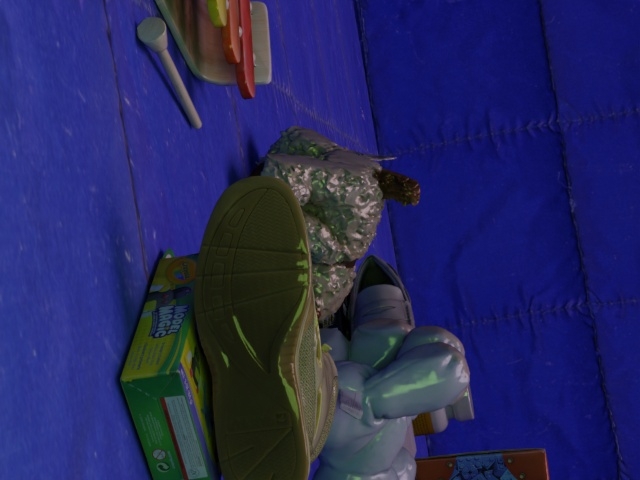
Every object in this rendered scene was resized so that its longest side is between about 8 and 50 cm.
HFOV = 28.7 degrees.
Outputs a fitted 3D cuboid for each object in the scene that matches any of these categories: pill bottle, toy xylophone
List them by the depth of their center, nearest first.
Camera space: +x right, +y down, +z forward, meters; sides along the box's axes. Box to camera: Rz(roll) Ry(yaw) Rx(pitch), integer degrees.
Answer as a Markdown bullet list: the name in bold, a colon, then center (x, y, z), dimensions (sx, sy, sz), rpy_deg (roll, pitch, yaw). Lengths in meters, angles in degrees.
- **toy xylophone**: center (-0.125, -0.258, 1.296), dimensions (0.323, 0.081, 0.236), rpy_deg (59, 24, -68)
- **pill bottle**: center (0.150, 0.274, 2.120), dimensions (0.117, 0.208, 0.118), rpy_deg (-10, 90, -82)

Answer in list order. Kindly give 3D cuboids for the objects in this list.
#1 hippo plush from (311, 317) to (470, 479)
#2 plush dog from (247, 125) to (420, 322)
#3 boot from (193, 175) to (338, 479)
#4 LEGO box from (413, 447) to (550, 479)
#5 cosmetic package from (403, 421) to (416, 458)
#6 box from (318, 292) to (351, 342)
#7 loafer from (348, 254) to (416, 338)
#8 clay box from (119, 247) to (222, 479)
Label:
- **hippo plush**: center (0.072, 0.244, 1.482), dimensions (0.294, 0.234, 0.237), rpy_deg (-59, 142, -70)
- **plush dog**: center (0.000, 0.000, 1.596), dimensions (0.262, 0.210, 0.226), rpy_deg (-69, 175, -71)
- **boot**: center (-0.037, 0.081, 1.070), dimensions (0.203, 0.095, 0.262), rpy_deg (8, 77, -82)
- **LEGO box**: center (0.252, 0.559, 1.772), dimensions (0.500, 0.193, 0.373), rpy_deg (69, 18, -59)
- **cosmetic package**: center (0.079, 0.319, 1.908), dimensions (0.231, 0.117, 0.086), rpy_deg (-40, 122, -82)
- **box**: center (0.029, 0.149, 1.985), dimensions (0.220, 0.051, 0.175), rpy_deg (65, 18, -60)
- **loafer**: center (0.088, 0.124, 1.899), dimensions (0.319, 0.112, 0.112), rpy_deg (-98, 170, -67)
- **clay box**: center (-0.111, 0.104, 1.065), dimensions (0.222, 0.053, 0.128), rpy_deg (-83, 162, -61)
